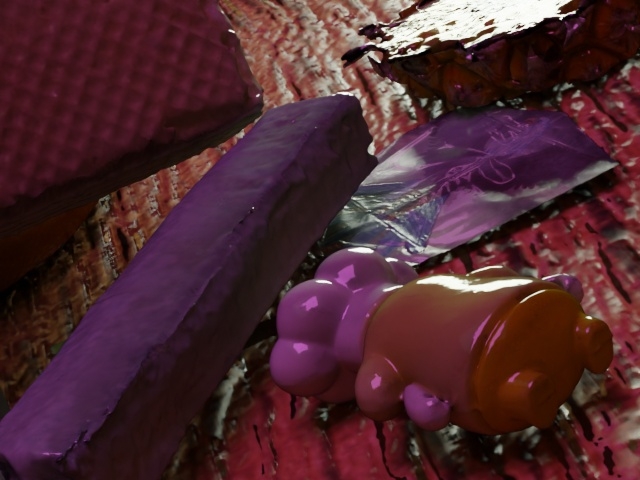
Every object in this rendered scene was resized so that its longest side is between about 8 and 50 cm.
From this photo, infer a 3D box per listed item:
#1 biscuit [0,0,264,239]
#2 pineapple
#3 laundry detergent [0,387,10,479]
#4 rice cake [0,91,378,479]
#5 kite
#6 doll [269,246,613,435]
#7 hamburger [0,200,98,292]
[{"bbox_3d":[-0.233,-0.044,0.843,0.426,0.144,0.078,-25,-2,-27],"label":"biscuit"},{"bbox_3d":[0.122,-0.136,1.023,0.221,0.047,0.221,-17,21,7],"label":"pineapple"},{"bbox_3d":[-0.340,0.173,0.722,0.397,0.125,0.264,-20,25,9],"label":"laundry detergent"},{"bbox_3d":[-0.061,0.031,0.795,0.066,0.063,0.336,-9,27,33],"label":"rice cake"},{"bbox_3d":[0.001,0.002,0.900,0.310,0.015,0.169,-26,25,-8],"label":"kite"},{"bbox_3d":[0.047,0.044,0.725,0.106,0.062,0.162,-36,29,-33],"label":"doll"},{"bbox_3d":[-0.283,-0.078,1.034,0.291,0.225,0.291,-21,27,11],"label":"hamburger"}]
